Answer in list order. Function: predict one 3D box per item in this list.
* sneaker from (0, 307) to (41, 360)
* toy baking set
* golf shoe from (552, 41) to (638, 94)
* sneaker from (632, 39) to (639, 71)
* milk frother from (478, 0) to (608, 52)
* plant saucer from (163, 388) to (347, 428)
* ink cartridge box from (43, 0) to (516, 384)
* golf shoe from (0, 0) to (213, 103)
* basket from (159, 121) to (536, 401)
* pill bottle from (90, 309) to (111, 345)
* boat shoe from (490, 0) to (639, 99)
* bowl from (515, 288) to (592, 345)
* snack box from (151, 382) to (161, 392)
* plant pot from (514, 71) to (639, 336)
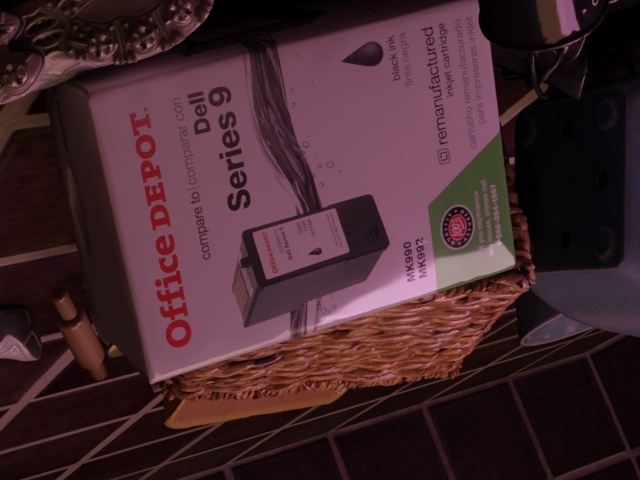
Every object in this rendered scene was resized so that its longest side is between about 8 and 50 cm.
[{"bbox_3d":[-0.338,0.096,1.481,0.061,0.054,0.152,-16,162,14],"label":"sneaker"},{"bbox_3d":[-0.168,0.064,1.445,0.196,0.030,0.256,-30,147,-17],"label":"toy baking set"},{"bbox_3d":[0.285,-0.144,1.460,0.086,0.068,0.186,-22,166,-7],"label":"golf shoe"},{"bbox_3d":[0.380,-0.228,1.284,0.258,0.094,0.091,-28,137,35],"label":"sneaker"},{"bbox_3d":[0.105,-0.208,0.900,0.143,0.129,0.135,3,137,22],"label":"milk frother"},{"bbox_3d":[-0.002,0.039,1.514,0.332,0.081,0.333,1,129,-57],"label":"plant saucer"},{"bbox_3d":[-0.025,-0.048,1.006,0.289,0.211,0.121,-17,-159,-19],"label":"ink cartridge box"},{"bbox_3d":[-0.152,-0.132,0.889,0.176,0.069,0.086,-18,-174,-2],"label":"golf shoe"},{"bbox_3d":[0.000,0.000,1.239,0.299,0.214,0.223,-5,156,-16],"label":"basket"},{"bbox_3d":[-0.171,0.067,1.551,0.137,0.078,0.078,-10,162,-39],"label":"pill bottle"},{"bbox_3d":[0.200,-0.169,1.134,0.340,0.113,0.127,-21,167,-2],"label":"boat shoe"},{"bbox_3d":[0.399,0.018,2.054,0.311,0.163,0.311,-21,167,-5],"label":"bowl"},{"bbox_3d":[-0.131,0.137,1.689,0.064,0.022,0.178,-12,167,-41],"label":"snack box"},{"bbox_3d":[0.304,-0.035,1.229,0.252,0.247,0.248,4,175,-29],"label":"plant pot"}]
